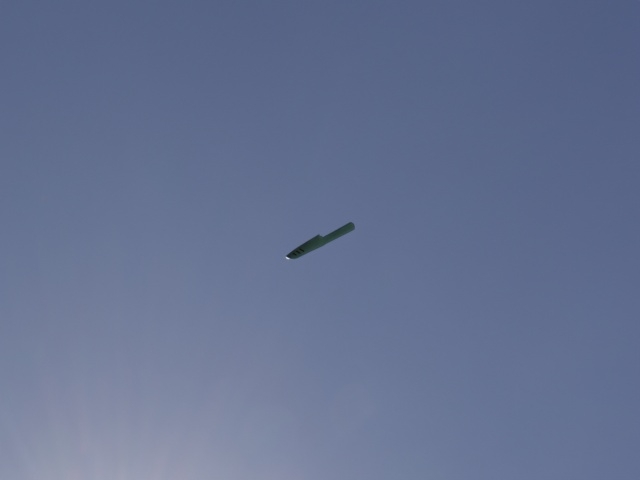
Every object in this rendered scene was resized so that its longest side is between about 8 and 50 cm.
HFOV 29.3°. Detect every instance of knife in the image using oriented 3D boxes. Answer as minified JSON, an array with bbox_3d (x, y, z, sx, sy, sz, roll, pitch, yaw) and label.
[{"bbox_3d":[0.000,0.000,1.341,0.091,0.005,0.014,-28,-83,-25],"label":"knife"}]
